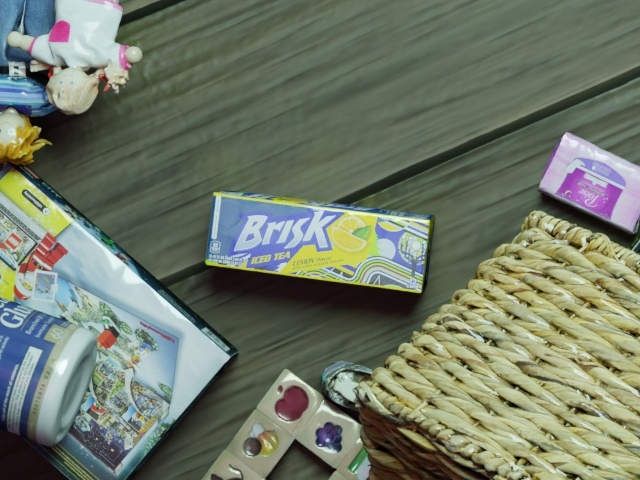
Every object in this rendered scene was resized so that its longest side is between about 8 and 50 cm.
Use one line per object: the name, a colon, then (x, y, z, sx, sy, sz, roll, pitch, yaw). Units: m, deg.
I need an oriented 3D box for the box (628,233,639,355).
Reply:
box: (0.312, 0.057, 1.459, 0.191, 0.045, 0.184, 38, 100, 3)

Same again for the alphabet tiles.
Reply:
alphabet tiles: (-0.020, 0.253, 1.511, 0.198, 0.009, 0.237, 37, 89, 7)

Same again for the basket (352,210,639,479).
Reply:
basket: (0.209, 0.160, 1.389, 0.299, 0.213, 0.223, 26, 56, 35)

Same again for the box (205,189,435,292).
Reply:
box: (0.000, 0.000, 1.492, 0.169, 0.054, 0.059, 7, 94, 8)

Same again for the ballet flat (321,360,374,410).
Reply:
ballet flat: (0.053, 0.124, 1.500, 0.114, 0.041, 0.041, 17, 96, 6)

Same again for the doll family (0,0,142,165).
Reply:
doll family: (-0.261, -0.143, 1.496, 0.263, 0.118, 0.163, 6, 75, 3)

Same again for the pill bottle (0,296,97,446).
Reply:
pill bottle: (-0.262, 0.085, 1.465, 0.169, 0.094, 0.094, 19, 96, 6)

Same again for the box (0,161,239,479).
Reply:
box: (-0.204, 0.072, 1.528, 0.233, 0.044, 0.159, 41, 98, 3)

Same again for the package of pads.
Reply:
package of pads: (0.211, -0.043, 1.472, 0.083, 0.032, 0.050, 26, 95, 5)
